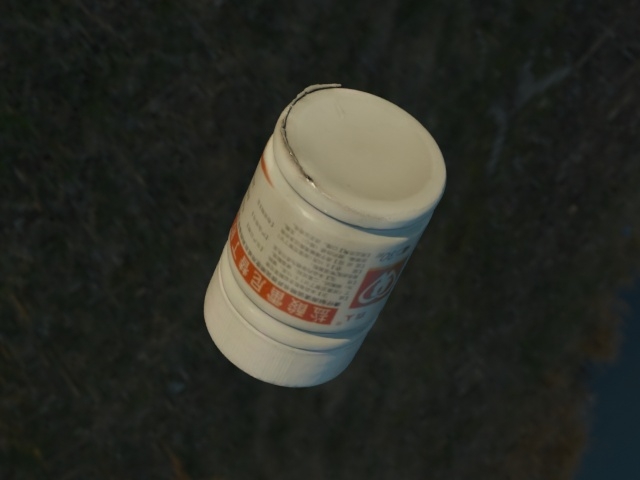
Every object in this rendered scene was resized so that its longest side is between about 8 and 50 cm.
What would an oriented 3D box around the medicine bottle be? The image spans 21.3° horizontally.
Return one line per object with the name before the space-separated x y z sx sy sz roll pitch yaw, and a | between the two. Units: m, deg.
medicine bottle | 0.000 0.000 0.547 0.057 0.057 0.089 -13 146 -33
